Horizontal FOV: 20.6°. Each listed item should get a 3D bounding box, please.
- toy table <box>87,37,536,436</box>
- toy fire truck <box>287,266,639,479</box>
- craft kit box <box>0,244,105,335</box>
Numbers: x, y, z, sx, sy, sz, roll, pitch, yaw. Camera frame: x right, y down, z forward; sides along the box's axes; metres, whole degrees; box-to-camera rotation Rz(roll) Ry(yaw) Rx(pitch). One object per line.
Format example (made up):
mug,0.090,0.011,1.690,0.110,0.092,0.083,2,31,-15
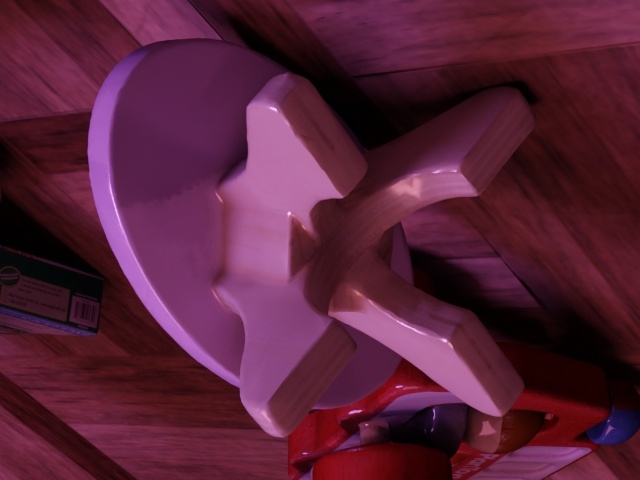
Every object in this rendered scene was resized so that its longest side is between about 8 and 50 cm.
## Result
toy table,0.000,0.000,1.043,0.274,0.252,0.161,40,161,-33
toy fire truck,0.096,0.134,1.316,0.254,0.169,0.302,2,158,-18
craft kit box,-0.349,0.030,1.430,0.247,0.061,0.250,-5,163,36
